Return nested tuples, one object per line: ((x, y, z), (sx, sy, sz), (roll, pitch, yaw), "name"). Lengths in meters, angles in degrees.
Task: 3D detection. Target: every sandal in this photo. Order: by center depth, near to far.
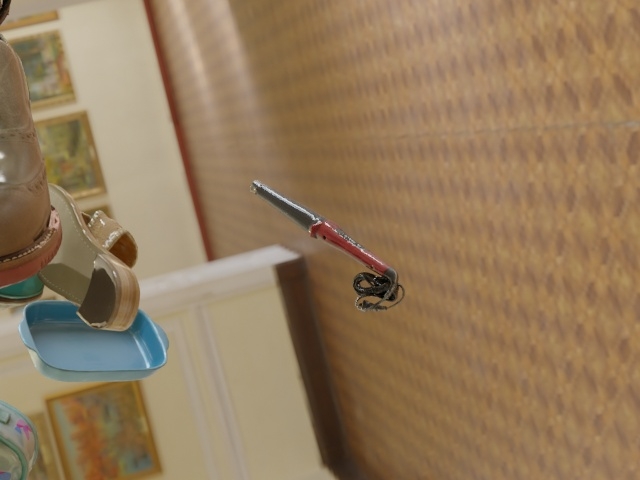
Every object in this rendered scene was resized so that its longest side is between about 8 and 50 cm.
((-0.207, 0.022, 1.094), (0.240, 0.079, 0.088), (39, 111, 50), "sandal")

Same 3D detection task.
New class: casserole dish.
((-0.268, 0.122, 1.342), (0.037, 0.188, 0.114), (-59, 45, 29), "casserole dish")

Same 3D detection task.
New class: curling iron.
((0.000, 0.000, 1.466), (0.274, 0.068, 0.035), (41, -170, 28), "curling iron")

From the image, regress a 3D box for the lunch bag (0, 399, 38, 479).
((-0.431, 0.228, 1.147), (0.224, 0.279, 0.108), (-63, 9, 1), "lunch bag")

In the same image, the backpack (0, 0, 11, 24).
((-0.201, -0.103, 0.431), (0.188, 0.166, 0.144), (126, 147, -57), "backpack")

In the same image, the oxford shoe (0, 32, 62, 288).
((-0.249, -0.068, 0.772), (0.348, 0.123, 0.130), (-129, 32, -61), "oxford shoe")

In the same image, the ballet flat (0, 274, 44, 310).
((-0.340, 0.044, 1.093), (0.168, 0.052, 0.057), (9, -128, -57), "ballet flat")
